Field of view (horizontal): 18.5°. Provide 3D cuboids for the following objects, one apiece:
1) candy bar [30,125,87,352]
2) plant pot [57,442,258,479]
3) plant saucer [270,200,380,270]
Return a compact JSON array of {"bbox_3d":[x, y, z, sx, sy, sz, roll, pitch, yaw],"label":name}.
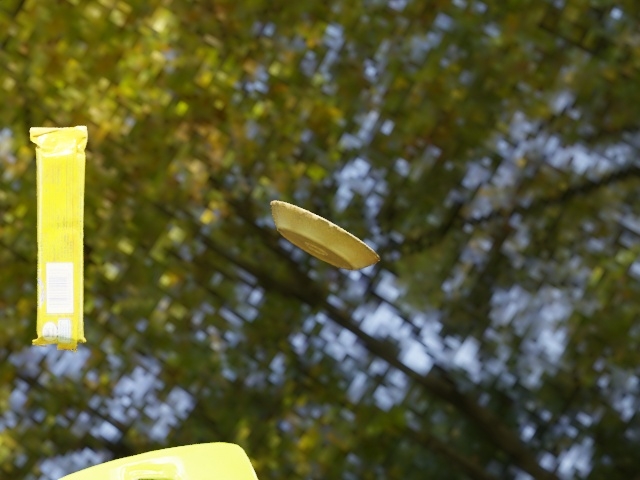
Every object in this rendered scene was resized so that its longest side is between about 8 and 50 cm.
[{"bbox_3d":[-0.185,-0.001,1.389,0.018,0.040,0.162,167,103,-75],"label":"candy bar"},{"bbox_3d":[-0.145,0.255,1.041,0.207,0.227,0.228,4,-39,-40],"label":"plant pot"},{"bbox_3d":[0.000,0.000,1.322,0.015,0.083,0.083,-62,-26,-9],"label":"plant saucer"}]
